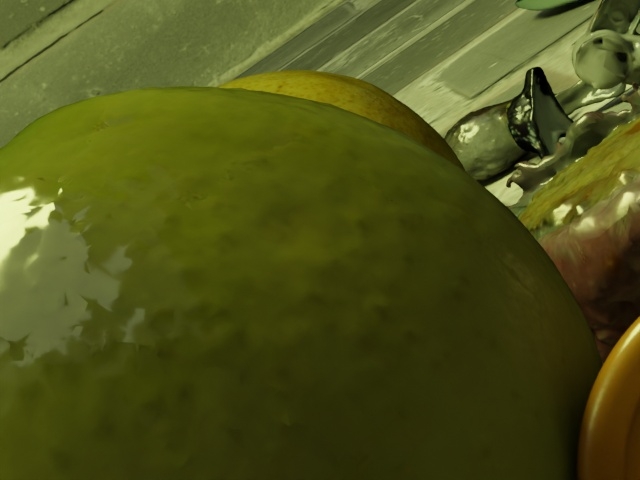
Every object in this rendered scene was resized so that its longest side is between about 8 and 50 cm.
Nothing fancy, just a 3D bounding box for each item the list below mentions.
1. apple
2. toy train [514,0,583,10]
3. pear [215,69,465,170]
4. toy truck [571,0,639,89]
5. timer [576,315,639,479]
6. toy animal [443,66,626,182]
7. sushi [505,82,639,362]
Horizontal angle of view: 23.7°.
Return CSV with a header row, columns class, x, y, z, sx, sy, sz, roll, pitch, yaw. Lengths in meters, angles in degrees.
class,x,y,z,sx,sy,sz,roll,pitch,yaw
apple,-0.043,0.086,0.549,0.292,0.254,0.292,-52,-1,-2
toy train,0.279,-0.264,1.461,0.055,0.048,0.252,-50,14,-33
pear,0.000,0.000,0.915,0.209,0.209,0.209,-33,14,9
toy truck,0.242,-0.148,0.812,0.161,0.177,0.213,-89,24,-77
timer,0.162,0.070,0.507,0.132,0.132,0.152,-31,-11,16
toy animal,0.132,-0.072,1.158,0.202,0.070,0.105,-31,2,36
sushi,0.151,0.003,0.726,0.241,0.107,0.161,-34,11,39
